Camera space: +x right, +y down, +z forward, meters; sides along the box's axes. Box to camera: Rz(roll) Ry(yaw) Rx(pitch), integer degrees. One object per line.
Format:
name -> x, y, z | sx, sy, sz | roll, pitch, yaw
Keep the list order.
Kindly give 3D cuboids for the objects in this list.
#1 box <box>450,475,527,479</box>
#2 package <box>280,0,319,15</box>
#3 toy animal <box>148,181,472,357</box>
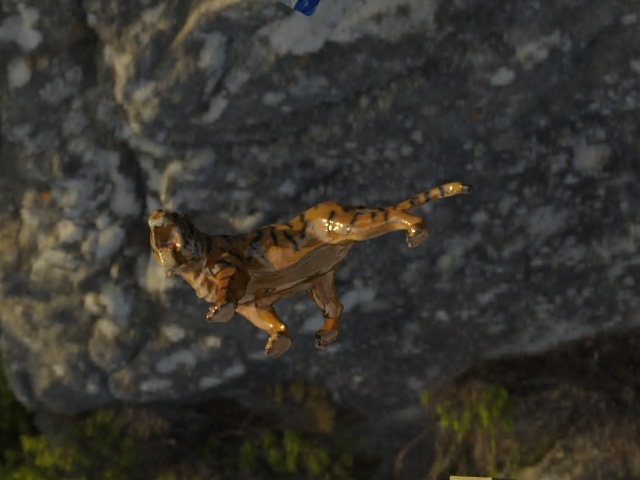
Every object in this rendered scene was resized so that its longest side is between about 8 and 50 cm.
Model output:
box -> 0.186, 0.267, 1.371 | 0.083, 0.035, 0.079 | 10, 168, -27
package -> -0.047, -0.368, 1.497 | 0.173, 0.027, 0.171 | 26, 110, -8
toy animal -> 0.000, 0.005, 1.045 | 0.255, 0.116, 0.114 | -20, 146, -7
